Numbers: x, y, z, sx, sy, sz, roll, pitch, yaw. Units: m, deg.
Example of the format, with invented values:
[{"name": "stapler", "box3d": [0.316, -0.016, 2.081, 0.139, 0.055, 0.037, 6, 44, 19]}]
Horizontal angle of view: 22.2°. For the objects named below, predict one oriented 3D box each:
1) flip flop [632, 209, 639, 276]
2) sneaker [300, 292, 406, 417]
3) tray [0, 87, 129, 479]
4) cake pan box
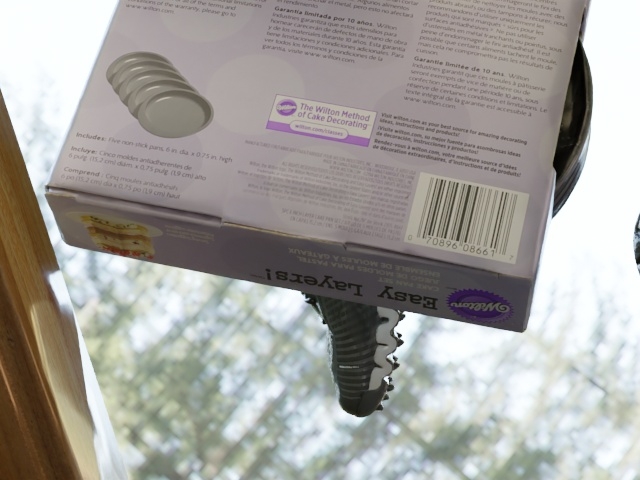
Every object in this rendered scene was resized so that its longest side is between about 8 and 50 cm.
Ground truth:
[{"name": "flip flop", "box3d": [0.282, 0.079, 1.004, 0.080, 0.277, 0.112, 6, -39, -42]}, {"name": "sneaker", "box3d": [0.000, 0.000, 1.049, 0.078, 0.106, 0.234, -94, 3, -78]}, {"name": "tray", "box3d": [-0.237, -0.018, 0.712, 0.076, 0.203, 0.411, -84, -17, -59]}, {"name": "cake pan box", "box3d": [0.015, -0.089, 0.880, 0.070, 0.267, 0.245, 85, -163, -61]}]
